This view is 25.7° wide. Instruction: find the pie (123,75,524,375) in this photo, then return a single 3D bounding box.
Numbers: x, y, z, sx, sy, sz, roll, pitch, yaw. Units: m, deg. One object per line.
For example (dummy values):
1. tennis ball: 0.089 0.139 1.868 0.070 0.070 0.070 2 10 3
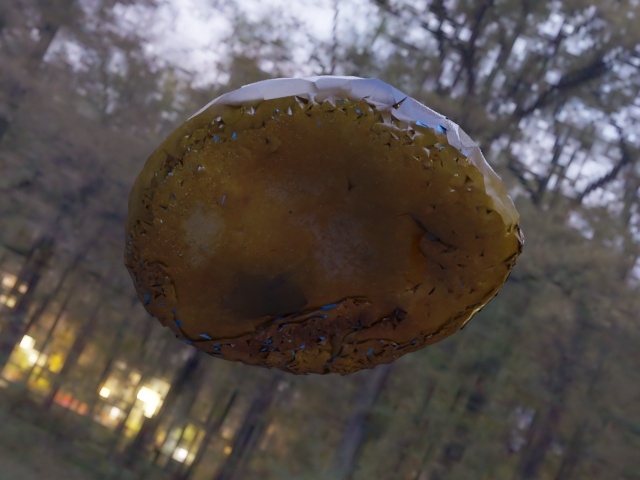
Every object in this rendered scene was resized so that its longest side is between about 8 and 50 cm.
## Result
1. pie: 0.001 -0.001 0.965 0.273 0.273 0.069 28 32 -17
